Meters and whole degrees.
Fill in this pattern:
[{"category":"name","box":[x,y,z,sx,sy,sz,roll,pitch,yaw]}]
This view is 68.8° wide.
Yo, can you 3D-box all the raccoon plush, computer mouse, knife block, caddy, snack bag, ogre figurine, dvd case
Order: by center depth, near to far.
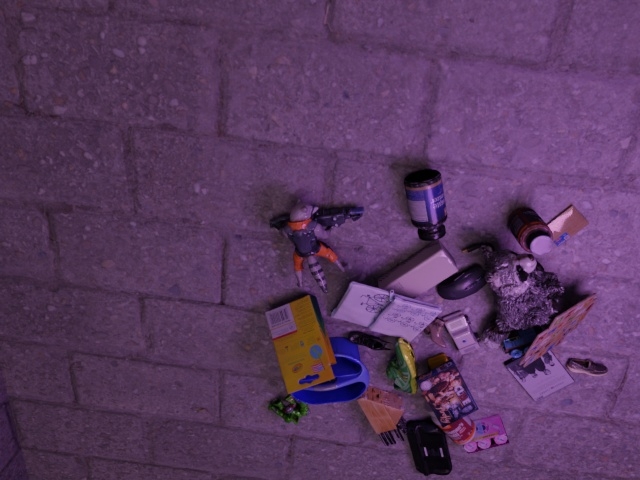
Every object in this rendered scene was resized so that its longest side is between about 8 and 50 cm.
[{"category":"raccoon plush","box":[0.615,0.219,1.617,0.298,0.216,0.447,16,116,-16]},{"category":"computer mouse","box":[0.535,0.120,1.691,0.261,0.060,0.184,-25,112,15]},{"category":"snack bag","box":[0.226,0.267,1.716,0.342,0.037,0.323,17,147,-3]},{"category":"caddy","box":[0.025,0.532,1.867,0.340,0.179,0.242,-10,115,9]},{"category":"dvd case","box":[0.879,0.531,1.877,0.179,0.030,0.239,-36,108,19]},{"category":"knife block","box":[0.250,0.762,2.007,0.275,0.088,0.242,19,115,-5]},{"category":"ogre figurine","box":[-0.127,0.725,2.019,0.197,0.097,0.118,-34,97,7]}]

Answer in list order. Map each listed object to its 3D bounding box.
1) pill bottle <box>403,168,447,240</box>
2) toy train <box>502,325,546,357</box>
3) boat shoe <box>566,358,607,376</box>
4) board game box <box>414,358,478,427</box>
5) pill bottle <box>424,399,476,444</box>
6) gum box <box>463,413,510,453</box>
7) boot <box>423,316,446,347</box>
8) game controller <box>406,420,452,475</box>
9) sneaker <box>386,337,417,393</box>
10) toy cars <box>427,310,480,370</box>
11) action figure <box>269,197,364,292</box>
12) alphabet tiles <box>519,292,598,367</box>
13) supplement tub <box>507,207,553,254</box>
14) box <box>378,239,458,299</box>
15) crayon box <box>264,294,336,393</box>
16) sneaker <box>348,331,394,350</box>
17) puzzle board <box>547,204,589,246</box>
[{"category":"pill bottle","box":[0.355,-0.115,1.559,0.122,0.123,0.219,-12,114,10]},{"category":"toy train","box":[0.781,0.378,1.783,0.184,0.080,0.105,-20,112,14]},{"category":"boat shoe","box":[1.049,0.494,1.830,0.152,0.056,0.049,3,121,3]},{"category":"board game box","box":[0.494,0.597,1.820,0.165,0.042,0.243,-29,109,4]},{"category":"pill bottle","box":[0.540,0.741,1.955,0.121,0.121,0.221,-38,107,20]},{"category":"gum box","box":[0.691,0.825,1.990,0.188,0.107,0.062,-22,112,15]},{"category":"boot","box":[0.451,0.343,1.790,0.118,0.042,0.087,37,115,25]},{"category":"game controller","box":[0.483,0.925,2.075,0.166,0.067,0.320,-11,115,14]},{"category":"sneaker","box":[0.319,0.511,1.858,0.123,0.109,0.296,-4,125,13]},{"category":"toy cars","box":[0.529,0.462,1.841,0.176,0.087,0.394,11,116,-1]},{"category":"action figure","box":[0.000,0.000,1.621,0.341,0.179,0.330,-14,123,13]},{"category":"alphabet tiles","box":[0.843,0.320,1.651,0.342,0.011,0.285,-20,138,-28]},{"category":"supplement tub","box":[0.691,-0.027,1.532,0.105,0.198,0.106,2,116,5]},{"category":"box","box":[0.347,0.124,1.690,0.275,0.094,0.113,-35,108,19]},{"category":"crayon box","box":[-0.071,0.390,1.763,0.202,0.081,0.319,-22,72,15]},{"category":"sneaker","box":[0.196,0.398,1.833,0.170,0.089,0.051,11,89,-4]},{"category":"puzzle board","box":[0.842,-0.049,1.613,0.096,0.011,0.128,40,113,-15]}]
